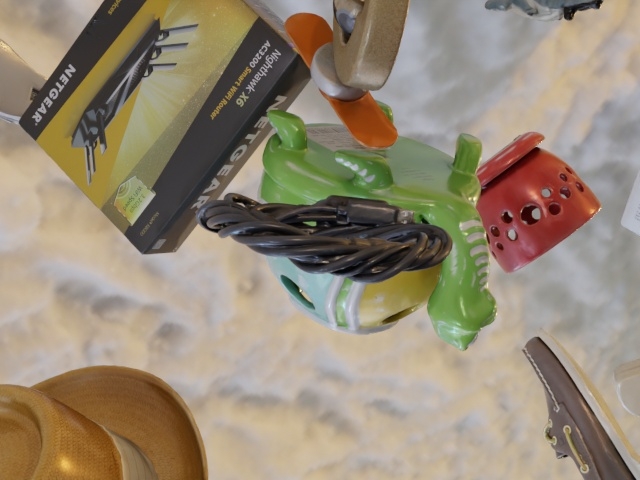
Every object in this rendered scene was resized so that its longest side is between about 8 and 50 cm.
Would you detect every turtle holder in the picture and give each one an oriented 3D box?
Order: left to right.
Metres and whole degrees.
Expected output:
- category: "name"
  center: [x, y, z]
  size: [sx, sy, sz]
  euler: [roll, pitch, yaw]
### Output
- category: "turtle holder"
  center: [0.074, -0.012, 1.386]
  size: [0.243, 0.320, 0.228]
  euler: [-35, 139, -61]

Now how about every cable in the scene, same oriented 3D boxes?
- category: "cable"
  center: [0.000, 0.000, 0.891]
  size: [0.150, 0.184, 0.047]
  euler: [-97, -165, -75]

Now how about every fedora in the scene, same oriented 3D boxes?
- category: "fedora"
  center: [-0.143, 0.123, 0.522]
  size: [0.194, 0.194, 0.079]
  euler: [-44, 134, -6]

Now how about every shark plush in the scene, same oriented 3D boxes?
- category: "shark plush"
  center: [0.238, -0.273, 1.329]
  size: [0.073, 0.161, 0.067]
  euler: [-2, 112, -20]

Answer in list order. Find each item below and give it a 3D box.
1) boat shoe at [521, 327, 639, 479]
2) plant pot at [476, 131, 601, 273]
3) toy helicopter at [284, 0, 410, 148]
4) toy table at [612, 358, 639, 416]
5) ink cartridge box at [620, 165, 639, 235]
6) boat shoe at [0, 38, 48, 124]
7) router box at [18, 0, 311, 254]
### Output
- category: "boat shoe"
  center: [0.353, 0.265, 1.615]
  size: [0.096, 0.324, 0.116]
  euler: [-37, 159, 11]
- category: "plant pot"
  center: [0.327, -0.066, 1.978]
  size: [0.191, 0.174, 0.191]
  euler: [-38, 180, 0]
- category: "toy helicopter"
  center: [0.035, -0.241, 1.169]
  size: [0.140, 0.355, 0.235]
  euler: [5, 116, -10]
- category: "toy table"
  center: [0.371, 0.132, 0.952]
  size: [0.274, 0.161, 0.252]
  euler: [-25, -164, 3]
- category: "ink cartridge box"
  center: [0.471, -0.094, 1.340]
  size: [0.114, 0.197, 0.273]
  euler: [-35, 148, -36]
- category: "boat shoe"
  center: [-0.434, -0.212, 1.707]
  size: [0.267, 0.088, 0.096]
  euler: [21, 75, -51]
- category: "router box"
  center: [-0.182, -0.175, 1.453]
  size: [0.309, 0.243, 0.081]
  euler: [-51, 163, 17]
